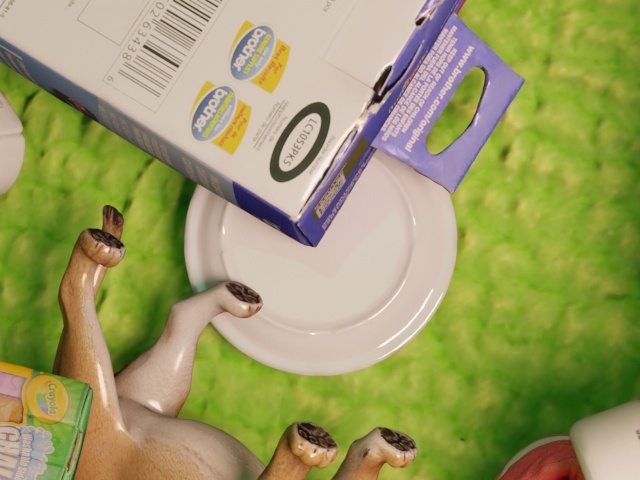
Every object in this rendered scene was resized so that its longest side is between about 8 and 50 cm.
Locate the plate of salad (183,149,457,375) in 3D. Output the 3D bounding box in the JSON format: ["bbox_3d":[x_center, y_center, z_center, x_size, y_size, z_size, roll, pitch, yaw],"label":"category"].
[{"bbox_3d":[0.000,0.000,1.011,0.200,0.048,0.199,-1,82,4],"label":"plate of salad"}]

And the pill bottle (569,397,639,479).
[{"bbox_3d":[0.267,0.126,0.766,0.229,0.131,0.131,-20,73,7],"label":"pill bottle"}]

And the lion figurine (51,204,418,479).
[{"bbox_3d":[-0.089,0.171,0.940,0.392,0.142,0.240,45,116,36],"label":"lion figurine"}]

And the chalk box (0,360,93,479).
[{"bbox_3d":[-0.221,0.161,0.863,0.213,0.132,0.132,16,122,-8],"label":"chalk box"}]

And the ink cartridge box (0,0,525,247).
[{"bbox_3d":[-0.053,-0.178,0.939,0.395,0.151,0.270,32,86,8],"label":"ink cartridge box"}]

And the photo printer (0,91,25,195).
[{"bbox_3d":[-0.400,-0.107,0.977,0.256,0.307,0.107,47,123,17],"label":"photo printer"}]

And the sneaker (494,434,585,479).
[{"bbox_3d":[0.090,0.254,0.884,0.116,0.136,0.313,30,83,16],"label":"sneaker"}]
